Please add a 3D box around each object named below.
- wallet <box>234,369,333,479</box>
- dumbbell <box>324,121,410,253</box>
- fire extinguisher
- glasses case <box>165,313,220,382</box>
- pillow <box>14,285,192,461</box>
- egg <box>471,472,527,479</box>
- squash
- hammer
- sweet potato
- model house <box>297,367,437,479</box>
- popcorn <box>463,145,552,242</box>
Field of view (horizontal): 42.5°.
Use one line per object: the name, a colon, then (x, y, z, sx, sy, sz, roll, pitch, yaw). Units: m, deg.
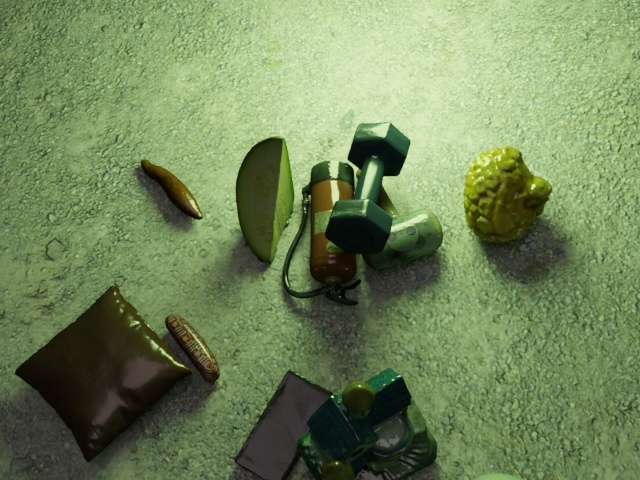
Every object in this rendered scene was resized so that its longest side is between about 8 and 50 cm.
wallet: (-0.080, 0.420, 1.843, 0.124, 0.025, 0.244, 25, 67, 16)
dumbbell: (0.114, -0.126, 1.921, 0.156, 0.143, 0.316, 0, 53, 24)
fire extinguisher: (0.009, 0.003, 2.009, 0.200, 0.113, 0.376, -28, 53, 41)
glasses case: (-0.296, 0.245, 1.927, 0.049, 0.073, 0.194, -34, 65, -19)
pillow: (-0.502, 0.304, 1.901, 0.305, 0.108, 0.308, -43, 68, -12)
egg: (0.393, 0.571, 1.631, 0.264, 0.183, 0.183, 28, 70, 11)
squash: (-0.148, -0.101, 1.958, 0.111, 0.289, 0.203, 15, 66, 12)
hammer: (0.163, -0.077, 2.026, 0.202, 0.113, 0.305, -18, 55, -6)
sweet potato: (-0.382, -0.137, 2.134, 0.057, 0.057, 0.264, -38, 62, -12)
model house: (0.097, 0.385, 1.667, 0.267, 0.325, 0.194, -28, 63, -12)
popcorn: (0.443, -0.109, 1.949, 0.203, 0.200, 0.226, 6, 67, 16)
